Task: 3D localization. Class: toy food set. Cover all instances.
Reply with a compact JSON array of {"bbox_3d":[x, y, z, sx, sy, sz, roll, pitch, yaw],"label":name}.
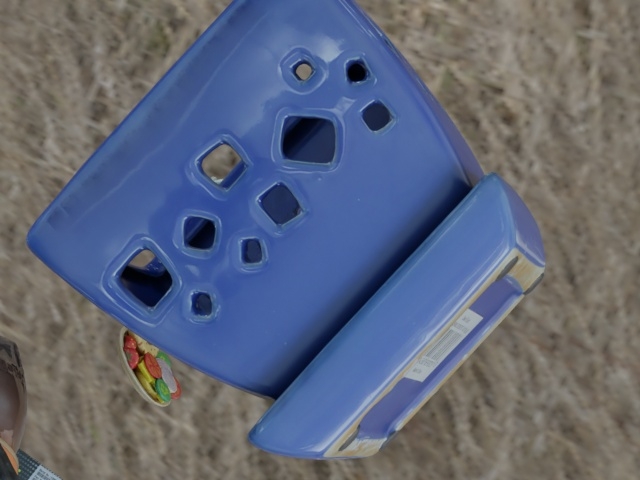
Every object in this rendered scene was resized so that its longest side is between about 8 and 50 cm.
[{"bbox_3d":[-0.152,0.110,1.662,0.020,0.083,0.082,-29,100,14],"label":"toy food set"}]

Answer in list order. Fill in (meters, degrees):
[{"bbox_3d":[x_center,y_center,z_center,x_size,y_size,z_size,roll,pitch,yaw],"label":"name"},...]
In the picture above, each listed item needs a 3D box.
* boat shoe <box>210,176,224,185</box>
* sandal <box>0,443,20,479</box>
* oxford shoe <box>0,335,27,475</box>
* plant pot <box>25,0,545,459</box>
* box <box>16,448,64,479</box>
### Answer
[{"bbox_3d":[-0.104,-0.018,1.976,0.109,0.302,0.094,-24,139,-63],"label":"boat shoe"},{"bbox_3d":[-0.140,0.069,0.573,0.107,0.167,0.446,-13,70,-10],"label":"sandal"},{"bbox_3d":[-0.316,0.036,1.015,0.364,0.130,0.132,36,43,-33],"label":"oxford shoe"},{"bbox_3d":[0.000,0.000,1.128,0.236,0.212,0.236,-47,167,4],"label":"plant pot"},{"bbox_3d":[-0.269,0.200,1.487,0.045,0.191,0.184,-52,170,-25],"label":"box"}]
